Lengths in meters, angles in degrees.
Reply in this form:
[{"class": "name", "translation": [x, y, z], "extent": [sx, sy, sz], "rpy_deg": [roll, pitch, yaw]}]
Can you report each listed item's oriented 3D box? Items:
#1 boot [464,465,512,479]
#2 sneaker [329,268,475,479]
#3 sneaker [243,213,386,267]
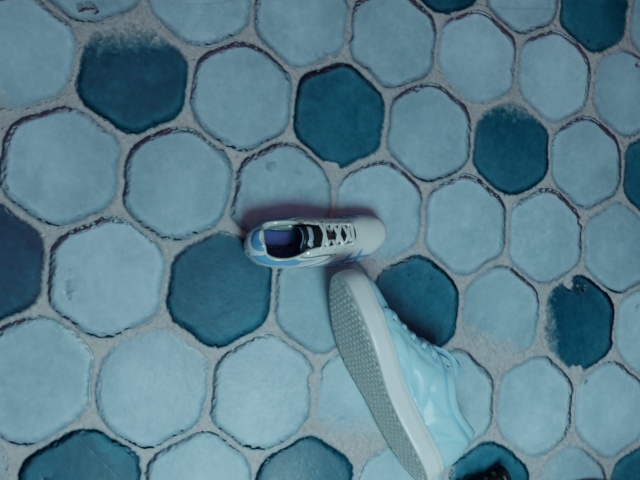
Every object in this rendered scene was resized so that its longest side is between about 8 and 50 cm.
[{"class": "boot", "translation": [0.286, 0.450, 1.065], "extent": [0.099, 0.045, 0.121], "rpy_deg": [-21, 90, -17]}, {"class": "sneaker", "translation": [0.135, 0.192, 1.000], "extent": [0.150, 0.135, 0.365], "rpy_deg": [-29, 104, -25]}, {"class": "sneaker", "translation": [0.000, 0.000, 0.985], "extent": [0.237, 0.086, 0.085], "rpy_deg": [-7, 86, -19]}]
